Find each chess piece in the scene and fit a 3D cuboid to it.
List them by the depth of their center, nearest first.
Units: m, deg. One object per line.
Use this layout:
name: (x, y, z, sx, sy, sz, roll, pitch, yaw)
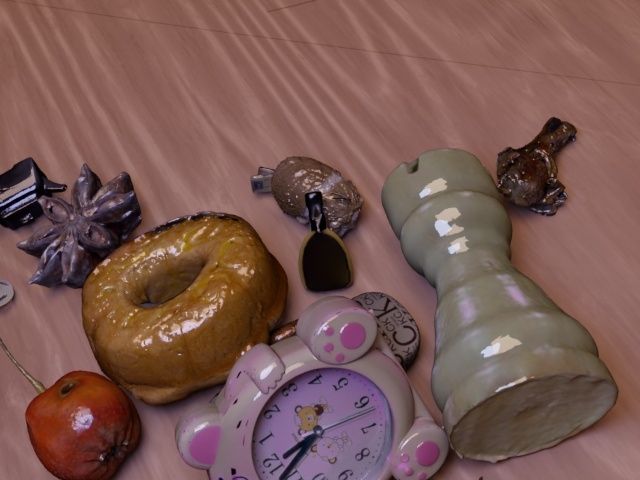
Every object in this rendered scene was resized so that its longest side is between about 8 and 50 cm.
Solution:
chess piece: (0.227, 0.070, 1.298, 0.234, 0.234, 0.442, -17, 52, 0)

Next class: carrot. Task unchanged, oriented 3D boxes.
carrot: (-0.013, 0.130, 1.411, 0.165, 0.035, 0.035, -26, 56, -9)

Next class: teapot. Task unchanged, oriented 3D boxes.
teapot: (-0.543, -0.068, 1.618, 0.177, 0.087, 0.096, -29, 66, -8)

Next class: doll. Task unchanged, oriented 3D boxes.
doll: (-0.022, -0.086, 1.516, 0.105, 0.115, 0.221, -41, 50, -22)

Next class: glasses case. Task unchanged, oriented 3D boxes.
glasses case: (-0.012, 0.207, 1.327, 0.355, 0.085, 0.137, -34, 61, -12)

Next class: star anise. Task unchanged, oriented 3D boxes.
star anise: (-0.394, -0.012, 1.537, 0.236, 0.109, 0.223, -36, 44, 6)

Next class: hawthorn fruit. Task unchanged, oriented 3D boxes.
hawthorn fruit: (-0.400, 0.239, 1.328, 0.285, 0.165, 0.165, 32, 68, 16)

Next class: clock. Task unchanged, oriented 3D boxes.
clock: (-0.013, 0.256, 1.203, 0.309, 0.284, 0.114, -34, 18, -8)

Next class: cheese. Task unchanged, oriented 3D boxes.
cheese: (0.000, 0.000, 1.431, 0.086, 0.162, 0.036, -8, 15, 9)

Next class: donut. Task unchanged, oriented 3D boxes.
donut: (-0.214, 0.097, 1.391, 0.299, 0.150, 0.317, 13, 55, 31)

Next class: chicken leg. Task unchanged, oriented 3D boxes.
chicken leg: (0.354, -0.127, 1.490, 0.125, 0.080, 0.196, 14, 53, 8)

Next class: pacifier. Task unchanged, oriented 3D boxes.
pacifier: (-0.563, 0.078, 1.535, 0.083, 0.064, 0.068, 23, 47, 23)

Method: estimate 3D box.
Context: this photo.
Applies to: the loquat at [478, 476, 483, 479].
loquat: (0.191, 0.408, 1.110, 0.187, 0.176, 0.234, 9, 61, -3)
